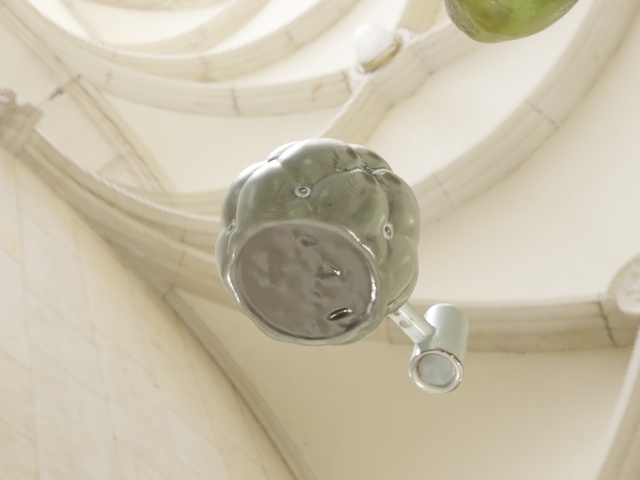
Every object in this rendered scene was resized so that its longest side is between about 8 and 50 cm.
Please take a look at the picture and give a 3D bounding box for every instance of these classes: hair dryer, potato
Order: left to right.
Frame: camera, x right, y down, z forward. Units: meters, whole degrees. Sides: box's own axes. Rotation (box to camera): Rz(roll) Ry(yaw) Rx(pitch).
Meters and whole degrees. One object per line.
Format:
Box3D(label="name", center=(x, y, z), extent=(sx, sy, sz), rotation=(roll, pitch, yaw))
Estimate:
Box3D(label="hair dryer", center=(0.106, 0.090, 1.321), extent=(0.073, 0.236, 0.131), rotation=(-41, -167, 28))
Box3D(label="potato", center=(0.277, -0.388, 1.367), extent=(0.216, 0.216, 0.304), rotation=(-54, 175, -18))

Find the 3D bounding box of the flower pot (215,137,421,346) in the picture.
Box3D(label="flower pot", center=(0.000, 0.000, 1.134), extent=(0.246, 0.246, 0.195), rotation=(-27, -160, 24))
